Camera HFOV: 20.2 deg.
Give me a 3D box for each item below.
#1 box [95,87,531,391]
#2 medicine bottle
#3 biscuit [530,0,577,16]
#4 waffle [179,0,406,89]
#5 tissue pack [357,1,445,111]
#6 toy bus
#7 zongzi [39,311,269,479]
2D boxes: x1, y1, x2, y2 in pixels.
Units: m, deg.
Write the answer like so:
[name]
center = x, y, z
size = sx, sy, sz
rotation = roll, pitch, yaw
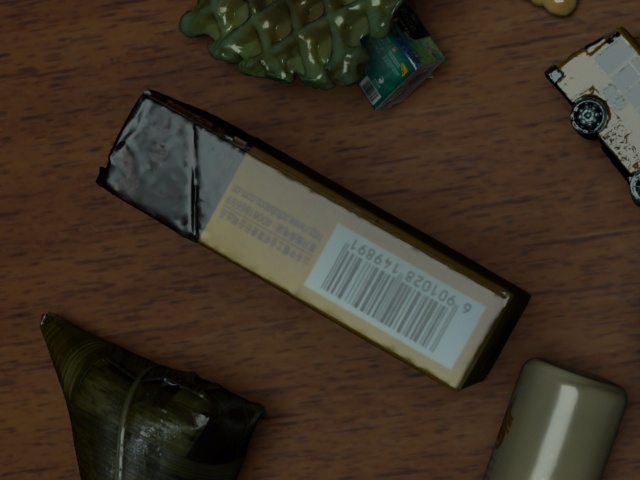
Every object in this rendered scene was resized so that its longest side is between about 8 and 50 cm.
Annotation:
[box]
center = 0.000, -0.001, 1.809
size = 0.415, 0.264, 0.116
rotation = 29, 95, 10
[medicine bottle]
center = 0.222, 0.251, 1.824
size = 0.114, 0.114, 0.252
rotation = 19, 92, 13
[biscuit]
center = 0.251, -0.374, 1.882
size = 0.160, 0.030, 0.249
rotation = 31, 95, 12
[waffle]
center = -0.010, -0.303, 1.873
size = 0.309, 0.056, 0.292
rotation = 23, 91, 42
[tissue pack]
center = 0.073, -0.210, 1.897
size = 0.085, 0.079, 0.111
rotation = -43, 76, 43
[toy bus]
center = 0.326, -0.119, 1.822
size = 0.114, 0.098, 0.201
rotation = -39, 81, 8
[zongzi]
center = -0.231, 0.243, 1.929
size = 0.288, 0.134, 0.286
rotation = 25, 98, 26
